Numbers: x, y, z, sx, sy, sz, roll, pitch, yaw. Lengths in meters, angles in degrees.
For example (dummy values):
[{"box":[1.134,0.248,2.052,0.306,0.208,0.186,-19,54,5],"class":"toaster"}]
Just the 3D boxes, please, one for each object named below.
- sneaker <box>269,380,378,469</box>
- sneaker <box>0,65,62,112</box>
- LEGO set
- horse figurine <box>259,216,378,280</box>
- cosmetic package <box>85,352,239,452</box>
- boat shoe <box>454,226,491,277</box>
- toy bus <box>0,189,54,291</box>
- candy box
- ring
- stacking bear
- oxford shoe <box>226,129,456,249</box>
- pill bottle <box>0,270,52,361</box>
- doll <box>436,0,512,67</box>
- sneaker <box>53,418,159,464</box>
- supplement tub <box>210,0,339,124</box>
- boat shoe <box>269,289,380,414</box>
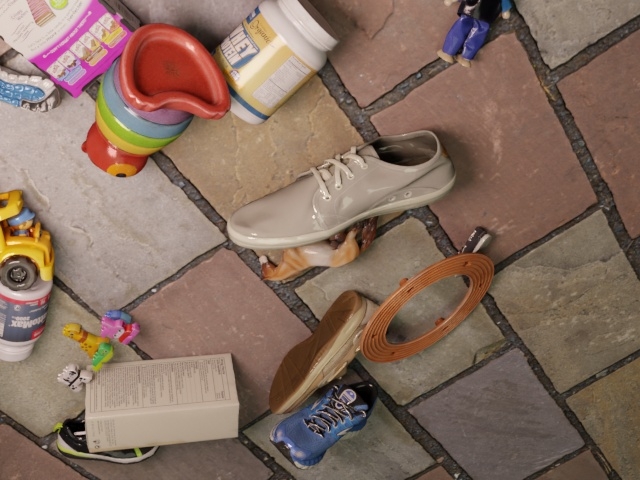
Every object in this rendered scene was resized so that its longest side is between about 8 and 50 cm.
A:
[{"box":[0.016,0.382,1.879,0.330,0.130,0.147,-21,147,-54],"class":"sneaker"},{"box":[-0.511,-0.249,1.396,0.191,0.083,0.071,22,90,-3],"class":"sneaker"},{"box":[-0.464,0.199,1.727,0.093,0.087,0.227,32,119,-28],"class":"LEGO set"},{"box":[0.000,0.000,1.708,0.264,0.066,0.174,-10,122,-4],"class":"horse figurine"},{"box":[-0.334,0.339,1.814,0.310,0.160,0.113,-2,127,-11],"class":"cosmetic package"},{"box":[0.314,0.025,1.822,0.046,0.038,0.125,-15,142,-46],"class":"boat shoe"},{"box":[-0.579,-0.030,1.506,0.221,0.149,0.211,2,109,-18],"class":"toy bus"},{"box":[-0.417,-0.357,1.336,0.159,0.071,0.233,-38,126,14],"class":"candy box"},{"box":[0.223,0.140,1.816,0.337,0.032,0.336,-26,147,-18],"class":"ring"},{"box":[-0.295,-0.203,1.399,0.176,0.164,0.289,2,153,-35],"class":"stacking bear"},{"box":[0.038,-0.102,1.581,0.450,0.169,0.130,-18,131,-10],"class":"oxford shoe"},{"box":[-0.577,0.139,1.636,0.108,0.108,0.180,8,124,-19],"class":"pill bottle"},{"box":[0.268,-0.399,1.493,0.129,0.046,0.189,11,123,-22],"class":"doll"},{"box":[-0.467,0.433,1.895,0.235,0.084,0.097,2,124,-16],"class":"sneaker"},{"box":[-0.082,-0.304,1.413,0.200,0.144,0.144,-41,124,16],"class":"supplement tub"},{"box":[0.014,0.263,1.867,0.110,0.121,0.341,28,114,-29],"class":"boat shoe"}]
